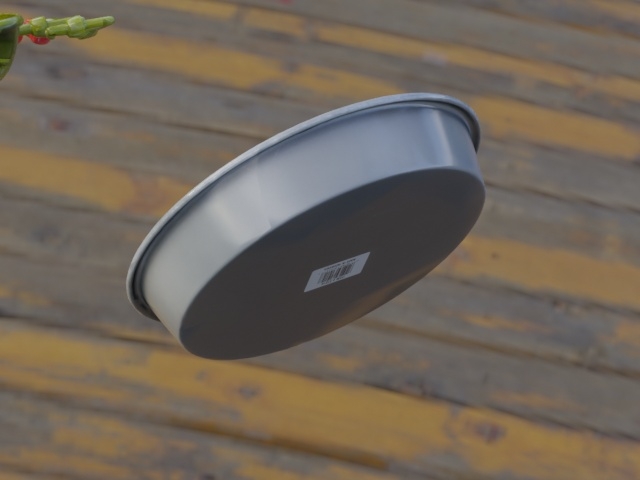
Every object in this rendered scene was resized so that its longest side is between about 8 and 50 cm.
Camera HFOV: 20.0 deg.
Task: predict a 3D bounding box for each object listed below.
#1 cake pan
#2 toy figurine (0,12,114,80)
[{"bbox_3d":[0.000,0.000,1.347,0.293,0.293,0.054,-15,65,-30],"label":"cake pan"},{"bbox_3d":[-0.346,-0.103,1.697,0.191,0.217,0.362,-3,7,-38],"label":"toy figurine"}]
